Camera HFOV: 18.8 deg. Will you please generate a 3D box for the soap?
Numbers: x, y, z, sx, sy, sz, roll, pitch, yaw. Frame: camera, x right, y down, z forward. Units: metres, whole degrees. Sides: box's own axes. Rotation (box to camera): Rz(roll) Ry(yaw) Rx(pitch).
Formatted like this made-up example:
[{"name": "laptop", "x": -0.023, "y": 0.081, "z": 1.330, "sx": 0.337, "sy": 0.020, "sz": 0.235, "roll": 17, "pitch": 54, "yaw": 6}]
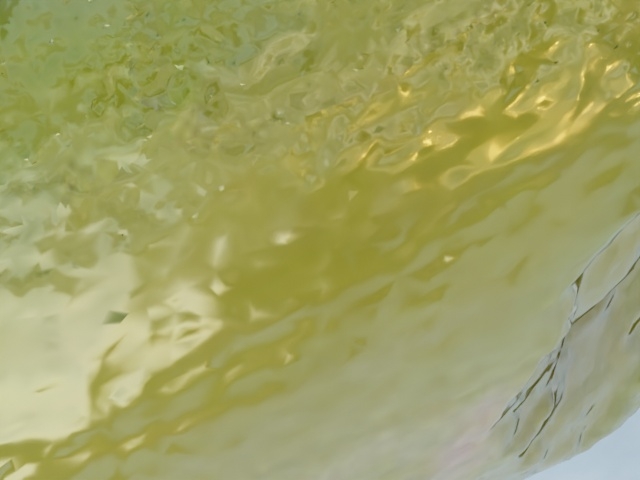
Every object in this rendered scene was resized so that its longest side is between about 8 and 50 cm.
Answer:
[{"name": "soap", "x": 0.002, "y": 0.002, "z": 0.548, "sx": 0.306, "sy": 0.427, "sz": 0.115, "roll": 81, "pitch": 165, "yaw": -60}]
